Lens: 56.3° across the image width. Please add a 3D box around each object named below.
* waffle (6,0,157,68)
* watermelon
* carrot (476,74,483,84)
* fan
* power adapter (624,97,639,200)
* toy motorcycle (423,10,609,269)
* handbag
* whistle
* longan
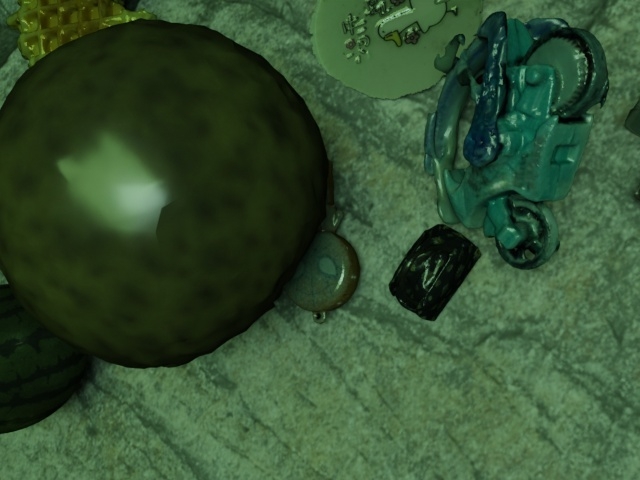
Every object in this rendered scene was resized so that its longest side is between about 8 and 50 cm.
[{"bbox_3d":[-0.373,-0.349,0.937,0.261,0.056,0.250,40,98,14],"label":"waffle"},{"bbox_3d":[-0.436,0.161,0.835,0.212,0.212,0.212,-1,85,17],"label":"watermelon"},{"bbox_3d":[0.228,-0.180,0.737,0.139,0.048,0.048,40,98,17],"label":"carrot"},{"bbox_3d":[0.177,-0.324,0.781,0.415,0.012,0.233,-15,82,19],"label":"fan"},{"bbox_3d":[0.403,-0.133,0.635,0.125,0.130,0.204,32,96,17],"label":"power adapter"},{"bbox_3d":[0.203,-0.114,0.667,0.206,0.154,0.260,37,126,48],"label":"toy motorcycle"},{"bbox_3d":[0.121,0.031,0.705,0.072,0.139,0.115,39,98,25],"label":"handbag"},{"bbox_3d":[0.000,0.000,0.792,0.107,0.057,0.219,-8,78,30],"label":"whistle"},{"bbox_3d":[-0.180,-0.054,0.692,0.391,0.391,0.390,-1,85,17],"label":"longan"}]
